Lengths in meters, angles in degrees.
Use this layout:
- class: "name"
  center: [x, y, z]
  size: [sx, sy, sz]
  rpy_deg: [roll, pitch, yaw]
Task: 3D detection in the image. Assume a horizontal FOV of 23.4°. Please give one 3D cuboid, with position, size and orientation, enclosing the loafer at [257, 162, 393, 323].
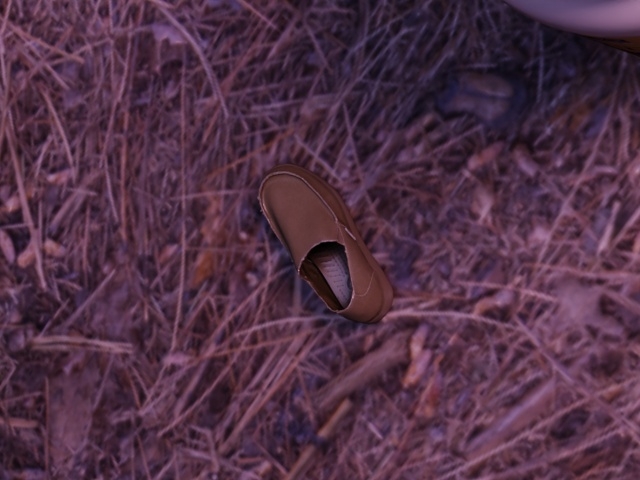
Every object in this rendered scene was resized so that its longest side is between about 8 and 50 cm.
- class: "loafer"
  center: [0.000, 0.000, 1.178]
  size: [0.056, 0.050, 0.148]
  rpy_deg: [-46, 72, 20]

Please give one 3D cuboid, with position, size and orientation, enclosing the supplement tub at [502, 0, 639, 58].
- class: "supplement tub"
  center: [0.203, -0.231, 0.915]
  size: [0.241, 0.331, 0.241]
  rpy_deg: [0, 91, 27]
